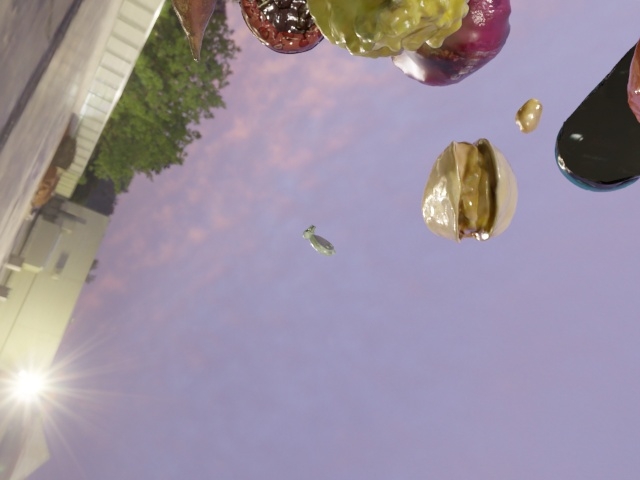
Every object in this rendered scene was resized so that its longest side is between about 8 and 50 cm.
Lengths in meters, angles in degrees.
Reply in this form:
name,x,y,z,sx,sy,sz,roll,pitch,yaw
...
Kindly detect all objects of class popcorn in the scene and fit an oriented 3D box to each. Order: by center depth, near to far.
name,x,y,z,sx,sy,sz,roll,pitch,yaw
popcorn,0.088,-0.358,0.662,0.249,0.249,0.225,-35,-176,45

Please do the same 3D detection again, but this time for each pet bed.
name,x,y,z,sx,sy,sz,roll,pitch,yaw
pet bed,-0.062,-0.460,0.970,0.201,0.201,0.053,-68,-161,-6

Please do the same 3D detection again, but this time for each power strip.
name,x,y,z,sx,sy,sz,roll,pitch,yaw
power strip,0.000,0.000,1.075,0.035,0.083,0.055,-57,164,23

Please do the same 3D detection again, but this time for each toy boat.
name,x,y,z,sx,sy,sz,roll,pitch,yaw
toy boat,0.464,-0.186,0.733,0.134,0.092,0.299,42,-92,20

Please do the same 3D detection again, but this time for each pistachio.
name,x,y,z,sx,sy,sz,roll,pitch,yaw
pistachio,0.358,-0.110,1.209,0.321,0.228,0.238,67,16,-65

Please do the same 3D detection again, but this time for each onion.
name,x,y,z,sx,sy,sz,roll,pitch,yaw
onion,0.277,-0.596,1.340,0.398,0.420,0.399,39,-39,41

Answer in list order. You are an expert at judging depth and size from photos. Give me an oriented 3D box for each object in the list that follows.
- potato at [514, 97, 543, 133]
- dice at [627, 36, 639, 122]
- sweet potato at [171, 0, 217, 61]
name,x,y,z,sx,sy,sz,roll,pitch,yaw
potato,0.517,-0.307,1.238,0.062,0.068,0.083,41,-78,24
dice,0.372,-0.136,0.388,0.174,0.179,0.175,-58,-139,18
sweet potato,-0.121,-0.233,0.485,0.049,0.049,0.117,-110,-158,-55
